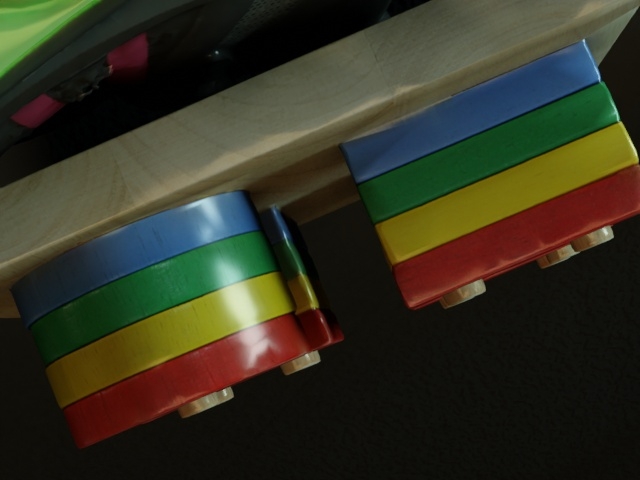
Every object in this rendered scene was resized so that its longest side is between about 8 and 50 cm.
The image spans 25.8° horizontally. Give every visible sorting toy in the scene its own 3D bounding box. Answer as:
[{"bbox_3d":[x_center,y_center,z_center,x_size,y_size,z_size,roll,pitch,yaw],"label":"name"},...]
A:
[{"bbox_3d":[0.000,0.000,0.548,0.255,0.089,0.257,-23,176,3],"label":"sorting toy"}]

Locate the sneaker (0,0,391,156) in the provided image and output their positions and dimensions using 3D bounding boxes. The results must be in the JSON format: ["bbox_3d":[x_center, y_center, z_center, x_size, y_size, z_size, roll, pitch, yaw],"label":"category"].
[{"bbox_3d":[-0.086,-0.089,0.492,0.483,0.185,0.202,-28,152,26],"label":"sneaker"}]
